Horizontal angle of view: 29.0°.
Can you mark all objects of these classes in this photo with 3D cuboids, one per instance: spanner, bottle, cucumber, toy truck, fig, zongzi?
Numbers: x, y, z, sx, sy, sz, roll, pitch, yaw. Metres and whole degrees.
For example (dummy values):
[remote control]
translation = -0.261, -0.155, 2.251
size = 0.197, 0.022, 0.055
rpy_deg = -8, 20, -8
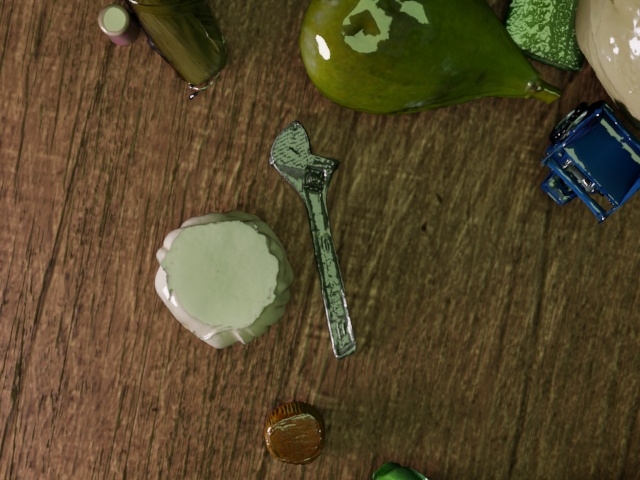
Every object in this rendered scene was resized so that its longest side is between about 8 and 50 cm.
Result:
[spanner]
translation = 0.000, 0.000, 1.652
size = 0.093, 0.026, 0.326
rpy_deg = -11, 94, 0
[bottle]
translation = -0.261, -0.279, 1.596
size = 0.045, 0.096, 0.045
rpy_deg = 0, 93, 0
[cucumber]
translation = 0.312, -0.350, 1.629
size = 0.115, 0.063, 0.244
rpy_deg = 14, 92, 4
[toy truck]
translation = 0.344, -0.100, 1.568
size = 0.126, 0.208, 0.113
rpy_deg = -45, 92, -1
[fig]
translation = 0.117, -0.230, 1.560
size = 0.233, 0.233, 0.314
rpy_deg = -47, 110, 0
[zongzi]
translation = -0.191, -0.281, 1.546
size = 0.094, 0.204, 0.205
rpy_deg = -24, 94, 10

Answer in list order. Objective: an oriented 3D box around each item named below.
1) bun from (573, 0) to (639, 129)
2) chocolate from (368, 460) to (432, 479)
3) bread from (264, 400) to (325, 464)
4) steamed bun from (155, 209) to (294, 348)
[bun]
translation = 0.423, -0.307, 1.506
size = 0.202, 0.364, 0.364
rpy_deg = 19, 92, 13
[chocolate]
translation = 0.188, 0.384, 1.562
size = 0.291, 0.110, 0.110
rpy_deg = 22, 92, 36
[bread]
translation = -0.034, 0.255, 1.649
size = 0.085, 0.053, 0.085
rpy_deg = -1, 105, -4
[steamed bun]
translation = -0.123, 0.045, 1.611
size = 0.182, 0.106, 0.183
rpy_deg = 0, 89, -4
